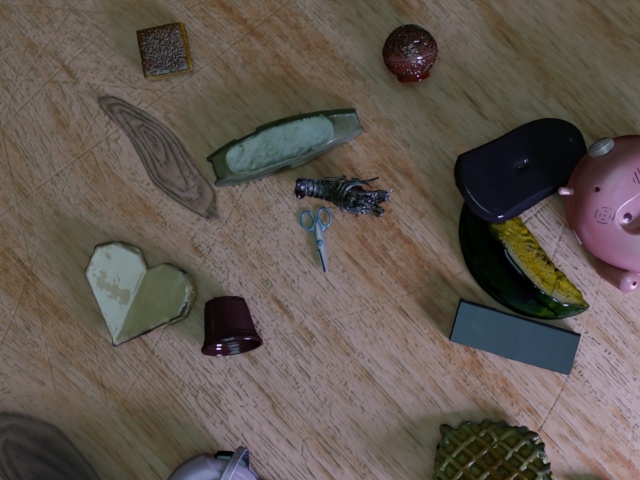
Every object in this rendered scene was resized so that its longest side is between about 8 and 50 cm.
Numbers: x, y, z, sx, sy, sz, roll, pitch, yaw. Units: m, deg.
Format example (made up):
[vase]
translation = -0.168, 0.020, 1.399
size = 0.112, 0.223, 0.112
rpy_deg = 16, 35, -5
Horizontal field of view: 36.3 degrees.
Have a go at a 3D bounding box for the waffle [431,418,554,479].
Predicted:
[waffle]
translation = 0.295, 0.401, 1.668
size = 0.207, 0.054, 0.214
rpy_deg = -2, 51, 13

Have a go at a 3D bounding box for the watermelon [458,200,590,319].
[watermelon]
translation = 0.341, 0.032, 1.725
size = 0.129, 0.123, 0.301
rpy_deg = -34, 83, -31

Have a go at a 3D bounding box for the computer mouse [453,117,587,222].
[computer mouse]
translation = 0.343, -0.121, 1.706
size = 0.269, 0.086, 0.138
rpy_deg = -27, 78, -22

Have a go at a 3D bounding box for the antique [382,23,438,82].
[antique]
translation = 0.160, -0.336, 1.741
size = 0.104, 0.104, 0.104
rpy_deg = 0, 86, 4

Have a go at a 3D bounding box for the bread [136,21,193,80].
[bread]
translation = -0.286, -0.347, 1.802
size = 0.090, 0.035, 0.095
rpy_deg = -12, 85, 2

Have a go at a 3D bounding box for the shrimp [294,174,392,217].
[shrimp]
translation = 0.043, -0.090, 1.748
size = 0.174, 0.076, 0.082
rpy_deg = 13, 112, 12

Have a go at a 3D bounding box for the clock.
[clock]
translation = 0.530, -0.066, 1.647
size = 0.227, 0.142, 0.241
rpy_deg = -35, 106, 0

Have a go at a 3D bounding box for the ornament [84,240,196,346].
[ornament]
translation = -0.340, 0.108, 1.770
size = 0.201, 0.059, 0.180
rpy_deg = 24, 89, 7

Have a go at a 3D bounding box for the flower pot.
[flower pot]
translation = -0.163, 0.149, 1.739
size = 0.111, 0.111, 0.089
rpy_deg = -11, 70, 3

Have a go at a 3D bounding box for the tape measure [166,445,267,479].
[tape measure]
translation = -0.181, 0.467, 1.702
size = 0.236, 0.120, 0.197
rpy_deg = -33, 91, -4

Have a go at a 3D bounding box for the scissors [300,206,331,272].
[scissors]
translation = 0.000, 0.000, 1.773
size = 0.058, 0.014, 0.119
rpy_deg = -12, 82, 4

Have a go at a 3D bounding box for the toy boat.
[toy boat]
translation = -0.066, -0.175, 1.768
size = 0.292, 0.055, 0.093
rpy_deg = -19, 88, 2

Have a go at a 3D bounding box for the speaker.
[speaker]
translation = 0.342, 0.169, 1.726
size = 0.218, 0.044, 0.082
rpy_deg = 15, 87, 4
